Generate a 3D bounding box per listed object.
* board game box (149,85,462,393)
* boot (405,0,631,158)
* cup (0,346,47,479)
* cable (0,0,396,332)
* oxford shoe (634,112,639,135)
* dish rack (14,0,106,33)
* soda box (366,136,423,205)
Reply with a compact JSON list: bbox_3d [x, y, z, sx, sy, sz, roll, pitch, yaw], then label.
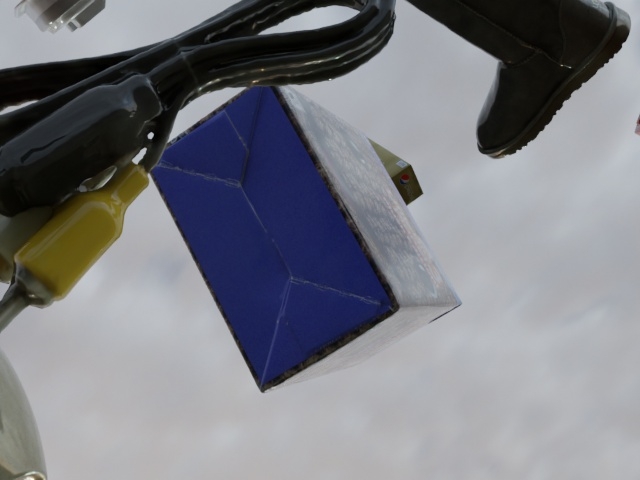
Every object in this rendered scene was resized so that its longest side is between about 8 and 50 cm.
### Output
[{"bbox_3d":[0.000,0.000,0.818,0.141,0.232,0.291,-32,-12,15],"label":"board game box"},{"bbox_3d":[0.120,-0.176,0.686,0.208,0.076,0.190,22,-50,-20],"label":"boot"},{"bbox_3d":[-0.511,0.298,1.115,0.331,0.237,0.331,-45,-20,-22],"label":"cup"},{"bbox_3d":[-0.094,-0.073,0.462,0.287,0.139,0.072,-35,-33,-20],"label":"cable"},{"bbox_3d":[0.306,-0.107,0.636,0.098,0.271,0.097,22,-68,13],"label":"oxford shoe"},{"bbox_3d":[-0.253,-0.381,1.098,0.333,0.285,0.072,-42,-67,-8],"label":"dish rack"},{"bbox_3d":[0.082,-0.111,1.300,0.058,0.181,0.061,-36,-54,-9],"label":"soda box"}]
